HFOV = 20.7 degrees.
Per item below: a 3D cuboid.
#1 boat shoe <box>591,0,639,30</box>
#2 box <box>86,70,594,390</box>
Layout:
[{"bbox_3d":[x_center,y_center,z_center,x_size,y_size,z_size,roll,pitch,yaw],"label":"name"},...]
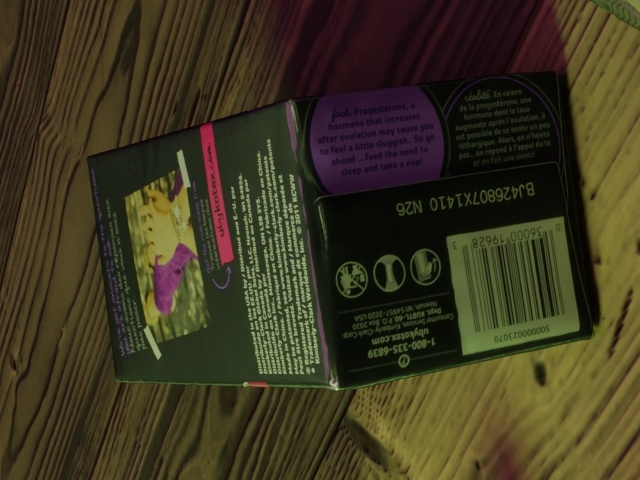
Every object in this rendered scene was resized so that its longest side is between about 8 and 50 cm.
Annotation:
[{"bbox_3d":[0.135,-0.188,0.720,0.324,0.122,0.120,56,139,38],"label":"boat shoe"},{"bbox_3d":[0.000,0.000,0.963,0.270,0.165,0.143,-6,92,62],"label":"box"}]
